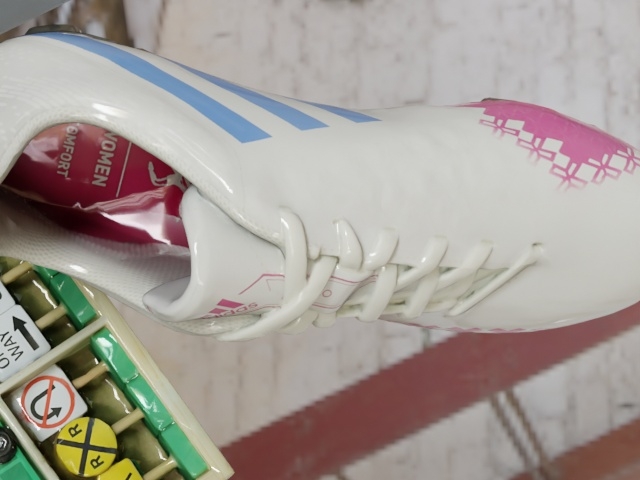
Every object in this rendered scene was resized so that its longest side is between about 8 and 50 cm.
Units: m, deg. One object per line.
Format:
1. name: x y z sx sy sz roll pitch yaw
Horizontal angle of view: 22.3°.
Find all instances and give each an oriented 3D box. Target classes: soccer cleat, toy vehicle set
1. soccer cleat: 0.000 0.000 0.678 0.143 0.331 0.116 -93 -165 -58
2. toy vehicle set: -0.184 0.046 0.724 0.267 0.166 0.035 53 -17 7

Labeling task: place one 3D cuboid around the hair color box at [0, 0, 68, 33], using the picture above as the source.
1. hair color box: -0.313 -0.172 0.940 0.185 0.374 0.113 60 -6 29
